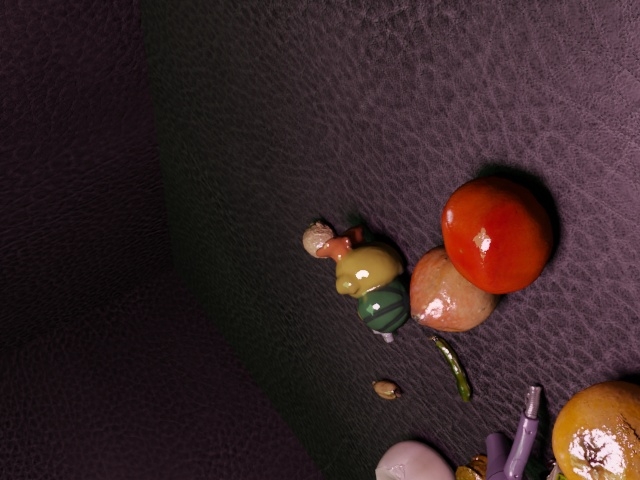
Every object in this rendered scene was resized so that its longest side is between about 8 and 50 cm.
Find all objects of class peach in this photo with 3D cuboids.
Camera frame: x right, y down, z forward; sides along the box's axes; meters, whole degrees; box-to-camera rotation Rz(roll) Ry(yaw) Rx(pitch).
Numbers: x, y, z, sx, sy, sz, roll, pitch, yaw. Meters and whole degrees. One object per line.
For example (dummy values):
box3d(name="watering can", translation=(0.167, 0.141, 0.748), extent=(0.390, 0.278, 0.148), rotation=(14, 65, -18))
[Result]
box3d(name="peach", translation=(0.315, 0.124, 1.535), extent=(0.232, 0.232, 0.232), rotation=(43, 149, 34))

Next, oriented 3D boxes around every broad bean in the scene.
box3d(name="broad bean", translation=(0.396, 0.379, 1.861), extent=(0.227, 0.039, 0.069), rotation=(61, 148, 2))

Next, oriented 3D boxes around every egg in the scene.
box3d(name="egg", translation=(0.000, 0.000, 2.125), extent=(0.140, 0.118, 0.116), rotation=(28, -177, 35))

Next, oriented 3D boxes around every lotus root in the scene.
box3d(name="lotus root", translation=(0.240, 0.541, 2.282), extent=(0.072, 0.063, 0.152), rotation=(44, 158, -31))

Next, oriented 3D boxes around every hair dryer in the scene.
box3d(name="hair dryer", translation=(0.523, 0.527, 1.658), extent=(0.301, 0.121, 0.361), rotation=(-72, -6, -68))

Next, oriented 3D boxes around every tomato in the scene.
box3d(name="tomato", translation=(0.368, -0.010, 1.355), extent=(0.260, 0.180, 0.260), rotation=(41, 141, 44))

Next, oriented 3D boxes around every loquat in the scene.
box3d(name="loquat", translation=(0.608, 0.417, 1.265), extent=(0.263, 0.263, 0.263), rotation=(43, 149, 34))

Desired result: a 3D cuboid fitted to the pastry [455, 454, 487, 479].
box3d(name="pastry", translation=(0.516, 0.764, 1.955), extent=(0.189, 0.103, 0.189), rotation=(43, 149, 34))

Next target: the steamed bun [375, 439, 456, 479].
box3d(name="steamed bun", translation=(0.355, 0.858, 2.226), extent=(0.324, 0.206, 0.324), rotation=(42, 149, 32))

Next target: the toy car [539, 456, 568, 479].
box3d(name="toy car", translation=(0.646, 0.698, 1.602), extent=(0.198, 0.204, 0.248), rotation=(21, 140, 19))

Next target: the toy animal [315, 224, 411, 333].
box3d(name="toy animal", translation=(0.159, 0.111, 1.849), extent=(0.191, 0.216, 0.338), rotation=(-31, 91, 38))

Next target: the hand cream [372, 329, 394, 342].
box3d(name="hand cream", translation=(0.166, 0.174, 2.062), extent=(0.124, 0.077, 0.341), rotation=(-26, 85, 65))
